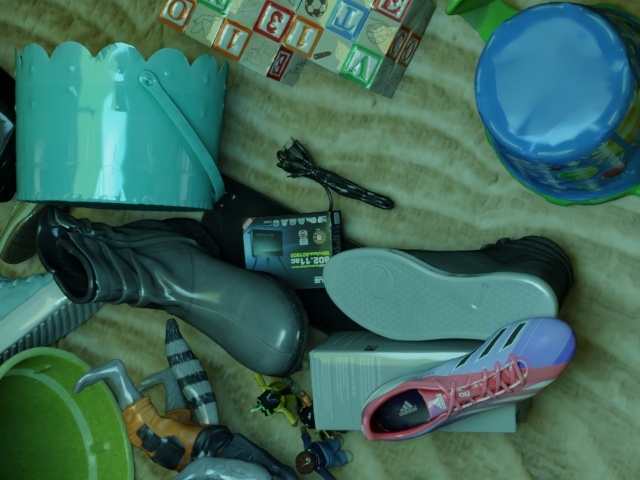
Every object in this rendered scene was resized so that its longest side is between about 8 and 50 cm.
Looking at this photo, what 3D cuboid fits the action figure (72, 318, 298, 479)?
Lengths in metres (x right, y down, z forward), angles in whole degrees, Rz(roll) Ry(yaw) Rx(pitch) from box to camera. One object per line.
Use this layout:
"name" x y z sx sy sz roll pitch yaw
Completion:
"action figure" -0.133 0.253 1.666 0.330 0.341 0.178 43 83 17

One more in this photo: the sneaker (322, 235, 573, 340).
"sneaker" 0.156 0.049 1.655 0.295 0.147 0.105 5 107 29

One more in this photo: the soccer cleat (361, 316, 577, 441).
"soccer cleat" 0.156 0.155 1.522 0.248 0.095 0.083 -23 93 19

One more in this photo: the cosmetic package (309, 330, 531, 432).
"cosmetic package" 0.118 0.160 1.649 0.237 0.127 0.107 -4 96 15

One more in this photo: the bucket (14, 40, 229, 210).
"bucket" -0.242 -0.131 1.736 0.281 0.281 0.183 2 90 20

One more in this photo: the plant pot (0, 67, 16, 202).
"plant pot" -0.467 -0.143 1.875 0.167 0.187 0.188 29 98 6

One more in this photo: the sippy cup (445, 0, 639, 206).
"sippy cup" 0.272 -0.160 1.569 0.305 0.224 0.240 10 92 20

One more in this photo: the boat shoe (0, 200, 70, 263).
"boat shoe" -0.370 -0.057 1.894 0.072 0.068 0.190 40 91 30

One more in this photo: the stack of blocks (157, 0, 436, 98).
"stack of blocks" -0.031 -0.279 1.759 0.297 0.087 0.171 29 98 19

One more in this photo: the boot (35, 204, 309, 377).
"boot" -0.185 0.064 1.673 0.338 0.222 0.118 30 109 45

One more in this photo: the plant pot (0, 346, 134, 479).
"plant pot" -0.420 0.293 1.804 0.253 0.276 0.276 -15 82 30

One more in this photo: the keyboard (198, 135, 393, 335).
"keyboard" 0.000 0.000 1.766 0.317 0.033 0.202 28 104 18

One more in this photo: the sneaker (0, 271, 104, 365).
"sneaker" -0.431 0.089 1.867 0.366 0.135 0.150 -32 80 15

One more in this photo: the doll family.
"doll family" -0.024 0.208 1.721 0.193 0.111 0.076 45 102 16

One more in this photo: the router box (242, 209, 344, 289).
"router box" -0.032 0.013 1.743 0.122 0.038 0.092 -5 92 23
